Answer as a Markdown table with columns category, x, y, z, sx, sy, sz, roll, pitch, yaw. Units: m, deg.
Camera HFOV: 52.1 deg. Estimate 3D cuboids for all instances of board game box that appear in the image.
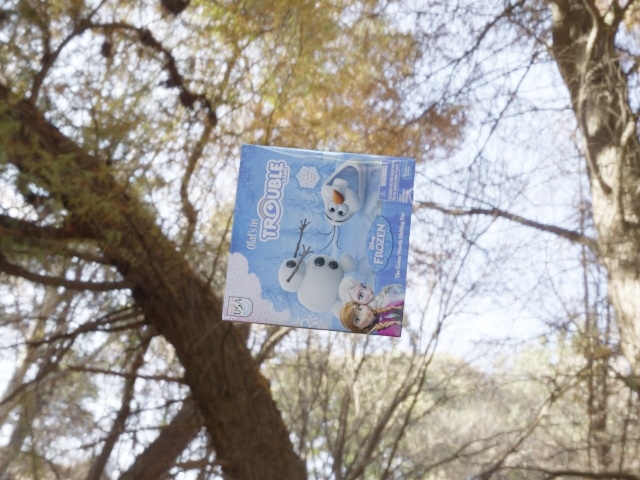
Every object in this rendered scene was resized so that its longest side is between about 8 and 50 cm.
| category | x | y | z | sx | sy | sz | roll | pitch | yaw |
| --- | --- | --- | --- | --- | --- | --- | --- | --- | --- |
| board game box | 0.000 | 0.000 | 0.332 | 0.090 | 0.090 | 0.020 | 5 | -6 | 3 |
